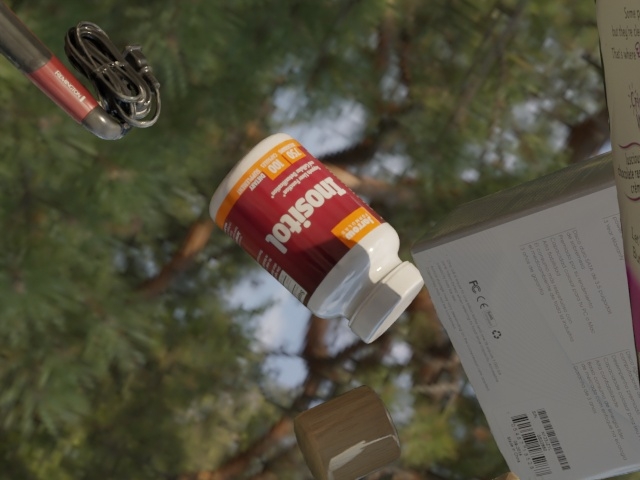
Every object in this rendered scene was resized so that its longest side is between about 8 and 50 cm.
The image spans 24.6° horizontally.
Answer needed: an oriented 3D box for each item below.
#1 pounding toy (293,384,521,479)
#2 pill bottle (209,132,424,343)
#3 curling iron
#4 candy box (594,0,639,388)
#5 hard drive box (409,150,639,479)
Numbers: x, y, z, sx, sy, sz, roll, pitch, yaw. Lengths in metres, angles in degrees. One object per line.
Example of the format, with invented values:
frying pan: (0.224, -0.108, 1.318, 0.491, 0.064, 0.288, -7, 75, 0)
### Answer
pounding toy: (0.069, 0.141, 0.601, 0.094, 0.206, 0.181, -26, -162, -8)
pill bottle: (0.000, 0.000, 1.058, 0.086, 0.152, 0.086, -46, 169, -11)
curling iron: (-0.202, -0.150, 0.821, 0.035, 0.274, 0.068, -47, -171, 31)
candy box: (0.143, -0.006, 0.439, 0.159, 0.071, 0.233, -122, -157, -80)
hard drive box: (0.200, 0.037, 0.887, 0.232, 0.181, 0.089, -19, -170, 33)
